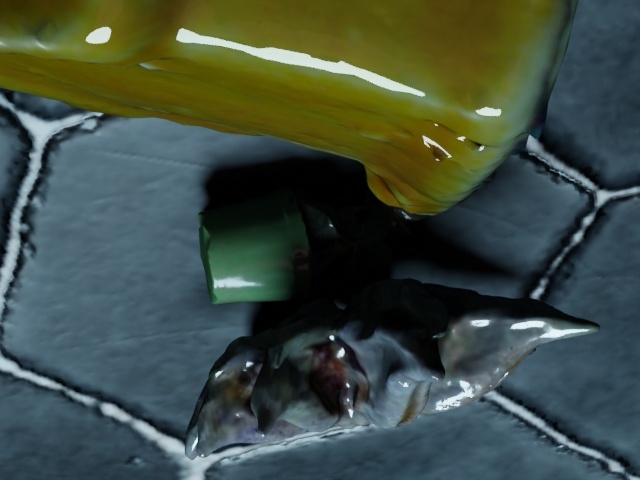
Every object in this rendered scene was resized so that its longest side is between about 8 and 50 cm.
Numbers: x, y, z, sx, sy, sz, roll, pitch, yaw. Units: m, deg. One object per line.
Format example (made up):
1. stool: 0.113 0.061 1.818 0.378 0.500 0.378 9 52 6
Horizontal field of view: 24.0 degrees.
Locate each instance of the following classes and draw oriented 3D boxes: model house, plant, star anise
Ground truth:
1. model house: -0.033 -0.138 0.436 0.239 0.173 0.268 11 103 -5
2. plant: 0.000 0.000 0.647 0.102 0.051 0.051 -11 138 -8
3. star anise: 0.023 0.051 0.660 0.181 0.061 0.204 -11 175 -3
